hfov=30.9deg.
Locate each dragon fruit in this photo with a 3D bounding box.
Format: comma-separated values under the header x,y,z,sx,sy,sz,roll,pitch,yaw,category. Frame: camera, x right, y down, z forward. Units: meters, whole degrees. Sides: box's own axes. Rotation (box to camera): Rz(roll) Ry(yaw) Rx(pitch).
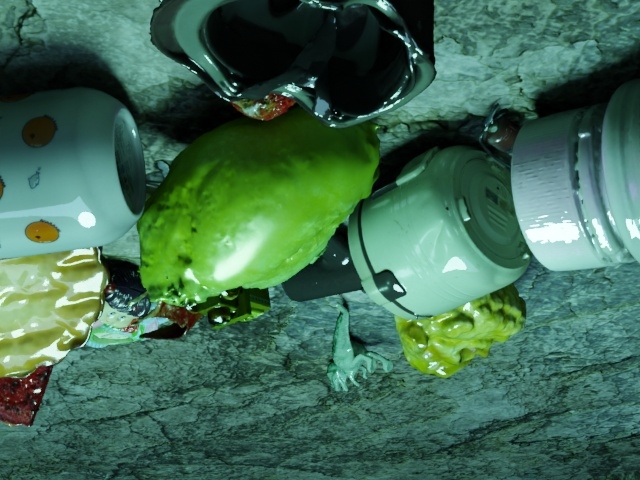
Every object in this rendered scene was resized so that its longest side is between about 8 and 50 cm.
x,y,z,sx,sy,sz,roll,pitch,yaw,category
-0.510,0.120,1.857,0.205,0.317,0.152,17,176,-9,dragon fruit

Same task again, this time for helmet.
x,y,z,sx,sy,sz,roll,pitch,yaw,category
-0.017,-0.253,1.182,0.305,0.177,0.225,20,155,-26,helmet

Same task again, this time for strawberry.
x,y,z,sx,sy,sz,roll,pitch,yaw,category
-0.070,-0.187,1.401,0.106,0.106,0.106,-2,154,-1,strawberry

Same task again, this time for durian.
x,y,z,sx,sy,sz,roll,pitch,yaw,category
-0.075,-0.061,1.526,0.256,0.204,0.339,5,133,-50,durian

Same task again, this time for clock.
x,y,z,sx,sy,sz,roll,pitch,yaw,category
-0.358,0.117,1.993,0.195,0.100,0.194,-18,153,34,clock

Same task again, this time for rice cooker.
x,y,z,sx,sy,sz,roll,pitch,yaw,category
0.164,-0.011,1.649,0.226,0.226,0.244,19,146,-35,rice cooker

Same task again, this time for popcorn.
x,y,z,sx,sy,sz,roll,pitch,yaw,category
0.236,0.124,1.967,0.225,0.174,0.286,-13,153,5,popcorn

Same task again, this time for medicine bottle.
x,y,z,sx,sy,sz,roll,pitch,yaw,category
0.431,-0.083,1.465,0.325,0.256,0.256,-9,154,33,medicine bottle

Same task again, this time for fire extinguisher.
x,y,z,sx,sy,sz,roll,pitch,yaw,category
0.265,-0.133,1.587,0.064,0.043,0.158,-47,136,16,fire extinguisher

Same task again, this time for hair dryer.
x,y,z,sx,sy,sz,roll,pitch,yaw,category
0.000,0.000,1.820,0.197,0.089,0.251,-13,142,25,hair dryer

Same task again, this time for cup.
x,y,z,sx,sy,sz,roll,pitch,yaw,category
-0.393,-0.080,1.463,0.317,0.212,0.212,-6,153,7,cup

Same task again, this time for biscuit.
x,y,z,sx,sy,sz,roll,pitch,yaw,category
-0.473,0.050,1.701,0.326,0.107,0.326,-3,112,-8,biscuit

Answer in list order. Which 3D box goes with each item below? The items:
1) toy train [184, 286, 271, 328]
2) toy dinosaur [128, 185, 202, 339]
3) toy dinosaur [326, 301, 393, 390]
x,y,z,sx,sy,sz,roll,pitch,yaw,category
-0.138,0.022,1.677,0.090,0.225,0.137,-21,156,30,toy train
-0.252,0.037,1.789,0.113,0.206,0.327,22,166,24,toy dinosaur
0.081,0.213,2.230,0.129,0.076,0.383,21,147,7,toy dinosaur
